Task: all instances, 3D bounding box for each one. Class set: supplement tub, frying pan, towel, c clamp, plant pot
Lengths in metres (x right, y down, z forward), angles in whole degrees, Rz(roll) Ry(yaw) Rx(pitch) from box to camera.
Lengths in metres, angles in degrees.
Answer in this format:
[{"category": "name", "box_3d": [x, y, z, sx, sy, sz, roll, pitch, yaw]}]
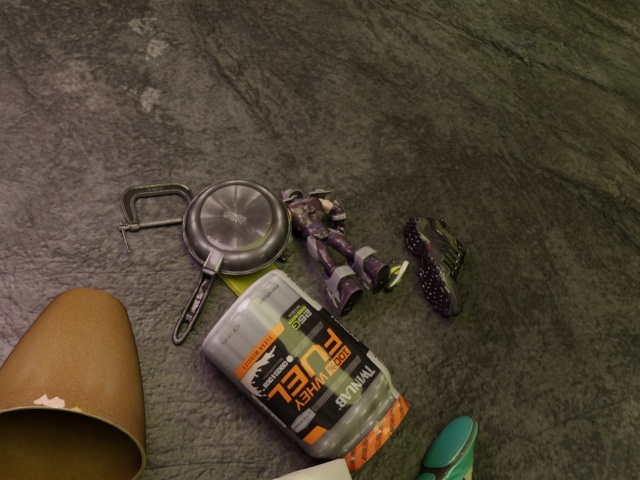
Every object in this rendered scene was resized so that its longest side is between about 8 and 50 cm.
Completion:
[{"category": "supplement tub", "box_3d": [-0.021, 0.214, 1.213, 0.316, 0.193, 0.193, 41, 54, 5]}, {"category": "frying pan", "box_3d": [-0.196, 0.007, 1.324, 0.197, 0.053, 0.326, 42, 67, 17]}, {"category": "towel", "box_3d": [-0.134, 0.052, 1.370, 0.237, 0.021, 0.102, 46, 55, 8]}, {"category": "c clamp", "box_3d": [-0.298, -0.048, 1.364, 0.160, 0.022, 0.137, -15, 62, -28]}, {"category": "plant pot", "box_3d": [-0.358, 0.199, 1.079, 0.237, 0.237, 0.254, 12, 43, -16]}]

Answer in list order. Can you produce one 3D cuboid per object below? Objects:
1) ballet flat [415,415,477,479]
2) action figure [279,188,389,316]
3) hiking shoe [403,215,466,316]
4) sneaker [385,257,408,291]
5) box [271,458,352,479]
[{"category": "ballet flat", "box_3d": [0.208, 0.414, 1.271, 0.247, 0.083, 0.087, -45, 108, -36]}, {"category": "action figure", "box_3d": [0.000, 0.000, 1.414, 0.185, 0.099, 0.285, -25, 59, -26]}, {"category": "hiking shoe", "box_3d": [0.255, 0.044, 1.498, 0.114, 0.086, 0.227, -7, 63, -22]}, {"category": "sneaker", "box_3d": [0.144, 0.067, 1.476, 0.035, 0.031, 0.083, 27, 49, 11]}, {"category": "box", "box_3d": [-0.004, 0.464, 1.096, 0.126, 0.149, 0.232, -9, 64, -26]}]
